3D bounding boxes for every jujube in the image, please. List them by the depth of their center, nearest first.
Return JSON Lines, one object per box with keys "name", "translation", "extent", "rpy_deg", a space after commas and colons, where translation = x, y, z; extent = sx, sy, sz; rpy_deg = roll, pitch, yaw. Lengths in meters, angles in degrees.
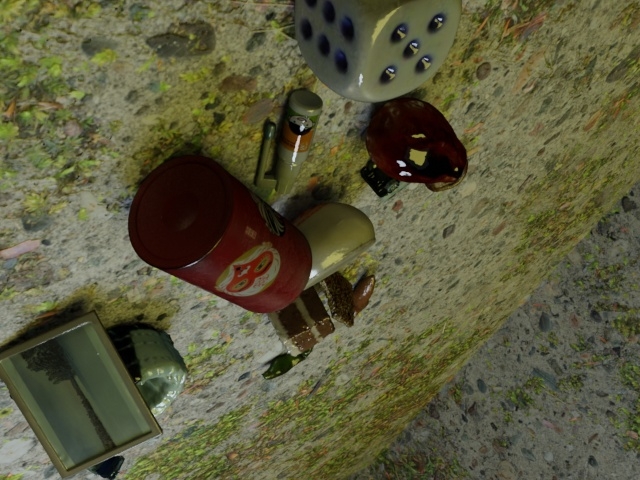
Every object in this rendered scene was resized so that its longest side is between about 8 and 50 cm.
{"name": "jujube", "translation": [0.205, -0.195, 1.353], "extent": [0.237, 0.168, 0.168], "rpy_deg": [22, 119, -30]}

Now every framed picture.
{"name": "framed picture", "translation": [-0.463, 0.299, 1.262], "extent": [0.213, 0.016, 0.289], "rpy_deg": [-24, 107, -5]}

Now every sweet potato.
{"name": "sweet potato", "translation": [0.121, 0.161, 1.937], "extent": [0.202, 0.058, 0.055], "rpy_deg": [107, 1, -53]}

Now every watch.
{"name": "watch", "translation": [-0.554, 0.417, 1.426], "extent": [0.068, 0.276, 0.274], "rpy_deg": [-51, -175, -26]}

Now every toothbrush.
{"name": "toothbrush", "translation": [-0.006, 0.517, 2.351], "extent": [0.014, 0.017, 0.194], "rpy_deg": [-11, 142, -43]}

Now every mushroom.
{"name": "mushroom", "translation": [0.318, -0.173, 1.665], "extent": [0.123, 0.052, 0.123], "rpy_deg": [-21, 148, -14]}

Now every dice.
{"name": "dice", "translation": [0.083, -0.339, 0.997], "extent": [0.192, 0.193, 0.194], "rpy_deg": [-23, 150, -24]}

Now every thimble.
{"name": "thimble", "translation": [-0.408, 0.294, 1.415], "extent": [0.237, 0.150, 0.237], "rpy_deg": [-28, 148, -19]}

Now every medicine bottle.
{"name": "medicine bottle", "translation": [-0.064, -0.175, 1.222], "extent": [0.092, 0.061, 0.220], "rpy_deg": [2, 138, -16]}

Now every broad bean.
{"name": "broad bean", "translation": [-0.093, 0.362, 1.989], "extent": [0.195, 0.046, 0.061], "rpy_deg": [-34, 140, -18]}

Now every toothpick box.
{"name": "toothpick box", "translation": [-0.168, 0.002, 1.205], "extent": [0.204, 0.204, 0.333], "rpy_deg": [-40, 151, 4]}

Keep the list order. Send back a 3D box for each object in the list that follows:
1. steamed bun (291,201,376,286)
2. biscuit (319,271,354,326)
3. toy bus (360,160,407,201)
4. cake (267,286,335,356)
{"name": "steamed bun", "translation": [0.000, 0.000, 1.443], "extent": [0.232, 0.145, 0.232], "rpy_deg": [-32, 174, -4]}
{"name": "biscuit", "translation": [0.046, 0.149, 1.755], "extent": [0.026, 0.131, 0.237], "rpy_deg": [-10, 158, 18]}
{"name": "toy bus", "translation": [0.191, -0.171, 1.491], "extent": [0.194, 0.087, 0.089], "rpy_deg": [-38, 159, -1]}
{"name": "cake", "translation": [-0.052, 0.207, 1.726], "extent": [0.147, 0.134, 0.135], "rpy_deg": [-27, 151, -1]}
